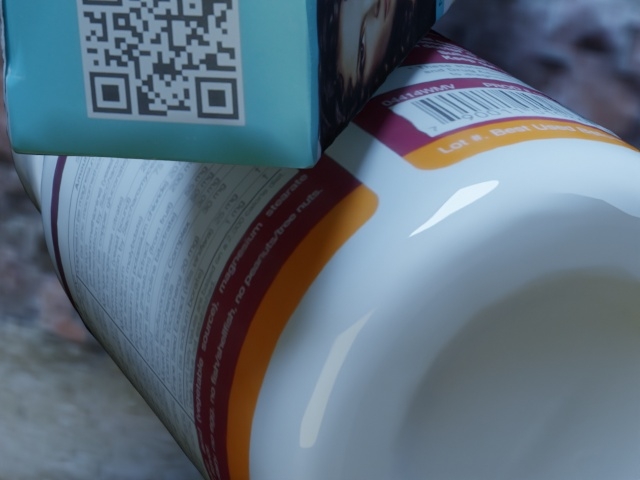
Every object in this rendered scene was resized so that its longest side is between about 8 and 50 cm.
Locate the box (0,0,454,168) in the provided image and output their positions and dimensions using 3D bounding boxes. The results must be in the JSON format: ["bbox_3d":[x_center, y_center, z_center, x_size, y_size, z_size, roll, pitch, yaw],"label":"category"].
[{"bbox_3d":[0.003,-0.102,0.413,0.060,0.244,0.101,4,113,15],"label":"box"}]

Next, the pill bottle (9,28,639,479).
[{"bbox_3d":[0.000,0.000,0.463,0.121,0.221,0.121,-11,116,-22],"label":"pill bottle"}]
